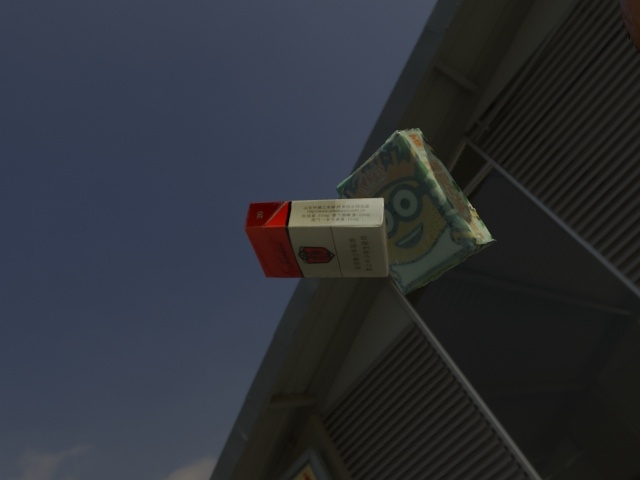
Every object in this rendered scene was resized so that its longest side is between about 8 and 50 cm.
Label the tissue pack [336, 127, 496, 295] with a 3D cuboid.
[{"bbox_3d":[0.205,-0.063,1.204,0.128,0.310,0.228,-18,-17,-49],"label":"tissue pack"}]

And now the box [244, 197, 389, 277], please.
[{"bbox_3d":[0.000,0.000,0.615,0.152,0.048,0.100,1,-39,13],"label":"box"}]

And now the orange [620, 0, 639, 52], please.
[{"bbox_3d":[0.440,-0.287,0.577,0.219,0.193,0.219,-1,-87,-23],"label":"orange"}]
